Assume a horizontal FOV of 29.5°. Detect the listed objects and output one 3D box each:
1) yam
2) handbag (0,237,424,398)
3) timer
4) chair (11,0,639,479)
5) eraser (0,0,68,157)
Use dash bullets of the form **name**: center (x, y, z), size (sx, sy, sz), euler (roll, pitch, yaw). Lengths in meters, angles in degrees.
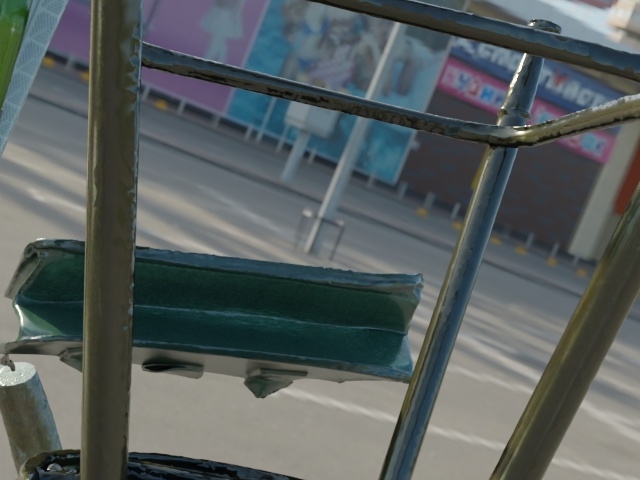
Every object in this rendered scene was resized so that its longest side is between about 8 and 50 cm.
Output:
- **yam**: center (-0.310, 0.195, 1.295), size (0.054, 0.132, 0.054), euler (-10, 22, 4)
- **handbag**: center (-0.096, 0.074, 1.004), size (0.326, 0.089, 0.238), euler (6, -13, -17)
- **timer**: center (-0.214, -0.124, 0.761), size (0.047, 0.128, 0.140), euler (14, 18, -20)
- **chair**: center (0.000, 0.000, 0.715), size (0.364, 0.410, 0.362), euler (13, -2, -11)
- **eraser**: center (-0.323, -0.214, 1.235), size (0.098, 0.404, 0.096), euler (24, -10, -21)
